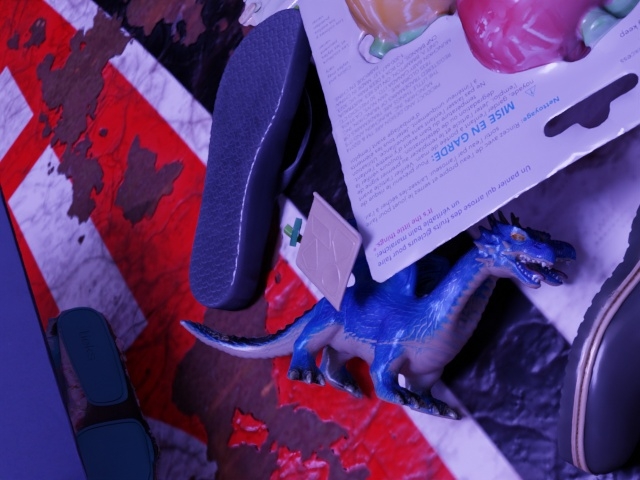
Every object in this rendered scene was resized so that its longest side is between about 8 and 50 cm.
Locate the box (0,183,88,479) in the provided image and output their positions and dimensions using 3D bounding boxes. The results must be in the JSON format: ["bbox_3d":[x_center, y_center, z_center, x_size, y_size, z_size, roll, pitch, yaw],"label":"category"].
[{"bbox_3d":[-0.300,0.179,0.825,0.313,0.178,0.343,105,147,-43],"label":"box"}]

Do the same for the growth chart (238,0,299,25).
[{"bbox_3d":[-0.035,-0.303,0.986,0.172,0.021,0.237,-35,54,26],"label":"growth chart"}]

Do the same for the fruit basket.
[{"bbox_3d":[0.129,-0.188,0.700,0.327,0.165,0.353,-34,55,26],"label":"fruit basket"}]

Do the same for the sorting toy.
[{"bbox_3d":[0.000,0.000,0.711,0.083,0.012,0.062,46,133,44],"label":"sorting toy"}]

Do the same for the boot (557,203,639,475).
[{"bbox_3d":[0.224,0.055,0.589,0.137,0.077,0.198,21,89,39],"label":"boot"}]

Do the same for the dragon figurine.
[{"bbox_3d":[0.039,0.038,0.744,0.289,0.085,0.144,6,78,42],"label":"dragon figurine"}]

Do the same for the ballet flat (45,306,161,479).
[{"bbox_3d":[-0.190,0.166,0.913,0.077,0.091,0.241,115,148,-45],"label":"ballet flat"}]

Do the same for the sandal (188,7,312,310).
[{"bbox_3d":[-0.053,-0.067,0.897,0.097,0.054,0.255,21,97,51],"label":"sandal"}]
